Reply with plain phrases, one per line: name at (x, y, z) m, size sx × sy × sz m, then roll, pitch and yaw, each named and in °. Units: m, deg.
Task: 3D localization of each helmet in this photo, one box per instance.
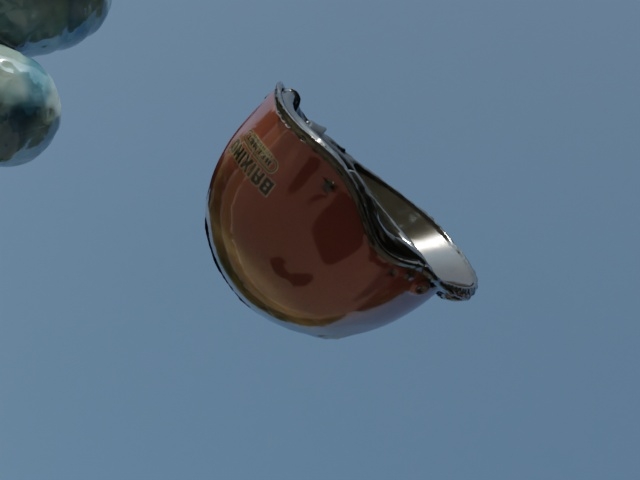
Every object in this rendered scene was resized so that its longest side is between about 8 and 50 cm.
helmet at (0.000, 0.002, 0.463) m, size 0.049 × 0.065 × 0.084 m, roll -44°, pitch -51°, yaw 7°

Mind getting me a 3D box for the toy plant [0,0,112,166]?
toy plant at (-0.293, -0.148, 1.139) m, size 0.247 × 0.332 × 0.247 m, roll 43°, pitch -39°, yaw 48°
